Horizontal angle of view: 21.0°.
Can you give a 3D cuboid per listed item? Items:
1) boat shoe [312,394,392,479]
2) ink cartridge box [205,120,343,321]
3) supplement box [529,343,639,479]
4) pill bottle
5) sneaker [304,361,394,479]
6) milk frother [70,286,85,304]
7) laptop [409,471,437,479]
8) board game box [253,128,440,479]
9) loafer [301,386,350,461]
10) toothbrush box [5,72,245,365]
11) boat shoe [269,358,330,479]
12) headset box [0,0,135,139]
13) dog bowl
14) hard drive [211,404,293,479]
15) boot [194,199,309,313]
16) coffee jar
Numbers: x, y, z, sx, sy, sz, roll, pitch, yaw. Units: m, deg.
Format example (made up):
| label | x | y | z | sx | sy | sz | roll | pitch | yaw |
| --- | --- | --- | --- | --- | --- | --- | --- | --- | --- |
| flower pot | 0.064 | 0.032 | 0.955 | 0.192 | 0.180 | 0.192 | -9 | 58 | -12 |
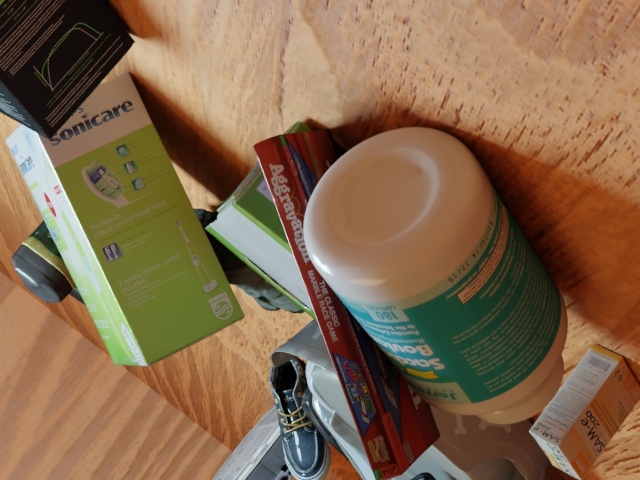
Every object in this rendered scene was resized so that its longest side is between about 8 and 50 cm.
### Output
| label | x | y | z | sx | sy | sz | roll | pitch | yaw |
| --- | --- | --- | --- | --- | --- | --- | --- | --- | --- |
| boat shoe | 0.103 | 0.297 | 2.269 | 0.302 | 0.109 | 0.094 | 53 | 176 | 13 |
| ink cartridge box | 0.000 | 0.000 | 1.606 | 0.189 | 0.097 | 0.255 | 39 | 170 | -5 |
| supplement box | 0.229 | 0.147 | 1.478 | 0.036 | 0.098 | 0.062 | 26 | 162 | 42 |
| pill bottle | 0.104 | 0.041 | 1.356 | 0.146 | 0.146 | 0.264 | 25 | 161 | 43 |
| sneaker | 0.084 | 0.225 | 2.176 | 0.258 | 0.094 | 0.091 | 46 | -177 | -14 |
| milk frother | -0.304 | 0.017 | 2.489 | 0.135 | 0.129 | 0.143 | 37 | 123 | 4 |
| laptop | 0.154 | 0.445 | 2.108 | 0.382 | 0.236 | 0.408 | 49 | 127 | -5 |
| board game box | 0.025 | 0.046 | 1.406 | 0.145 | 0.027 | 0.281 | -20 | -90 | -74 |
| loafer | 0.045 | 0.272 | 2.411 | 0.223 | 0.076 | 0.078 | 42 | 159 | -30 |
| toothbrush box | -0.212 | -0.016 | 1.838 | 0.283 | 0.122 | 0.206 | 66 | 163 | -4 |
| boat shoe | -0.035 | 0.249 | 2.411 | 0.083 | 0.065 | 0.183 | 61 | -166 | -53 |
| headset box | -0.349 | -0.258 | 1.583 | 0.246 | 0.131 | 0.283 | 27 | 163 | 40 |
| dog bowl | 0.109 | 0.197 | 1.948 | 0.349 | 0.102 | 0.349 | 35 | 166 | 10 |
| hard drive | -0.099 | 0.360 | 2.734 | 0.064 | 0.237 | 0.339 | 39 | 167 | -5 |
| boot | -0.065 | 0.027 | 1.943 | 0.161 | 0.083 | 0.246 | 32 | 171 | -19 |
| coffee jar | -0.308 | -0.010 | 2.175 | 0.079 | 0.184 | 0.096 | 35 | 166 | 12 |
